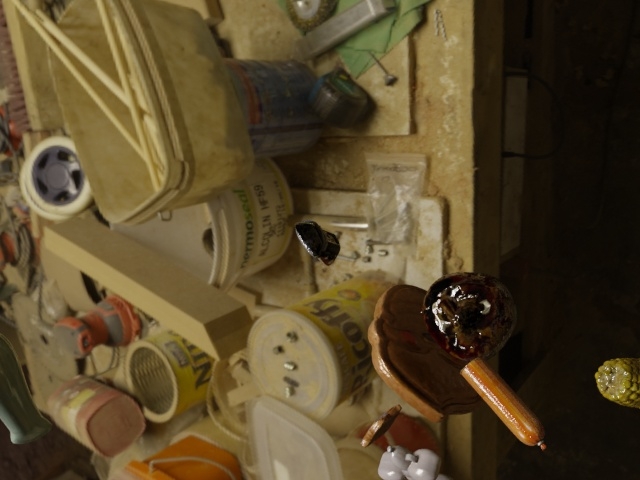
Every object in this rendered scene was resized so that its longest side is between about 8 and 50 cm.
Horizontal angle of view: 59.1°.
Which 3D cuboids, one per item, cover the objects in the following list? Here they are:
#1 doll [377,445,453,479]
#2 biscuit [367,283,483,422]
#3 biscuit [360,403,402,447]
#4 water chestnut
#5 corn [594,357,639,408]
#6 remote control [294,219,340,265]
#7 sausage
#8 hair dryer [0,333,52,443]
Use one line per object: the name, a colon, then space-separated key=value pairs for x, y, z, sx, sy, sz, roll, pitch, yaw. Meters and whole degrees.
doll: x=0.176 y=0.420 z=1.026 sx=0.161 sy=0.059 sz=0.160 roll=30 pitch=148 yaw=-4
biscuit: x=0.287 y=0.288 z=1.533 sx=0.350 sy=0.455 sz=0.078 roll=22 pitch=125 yaw=-12
biscuit: x=0.206 y=0.626 z=1.905 sx=0.183 sy=0.280 sz=0.043 roll=-41 pitch=70 yaw=-6
water chestnut: x=0.354 y=0.175 z=1.348 sx=0.223 sy=0.238 sz=0.224 roll=-9 pitch=74 yaw=33
corn: x=0.746 y=0.306 z=1.204 sx=0.120 sy=0.363 sz=0.120 roll=-174 pitch=90 yaw=-72
remote control: x=0.000 y=0.000 z=1.229 sx=0.066 sy=0.266 sz=0.090 roll=-39 pitch=78 yaw=1
sausage: x=0.192 y=0.169 z=0.581 sx=0.107 sy=0.031 sz=0.031 roll=48 pitch=128 yaw=29
hair dryer: x=-0.568 y=0.261 z=0.861 sx=0.075 sy=0.237 sz=0.206 roll=-137 pitch=33 yaw=-57
